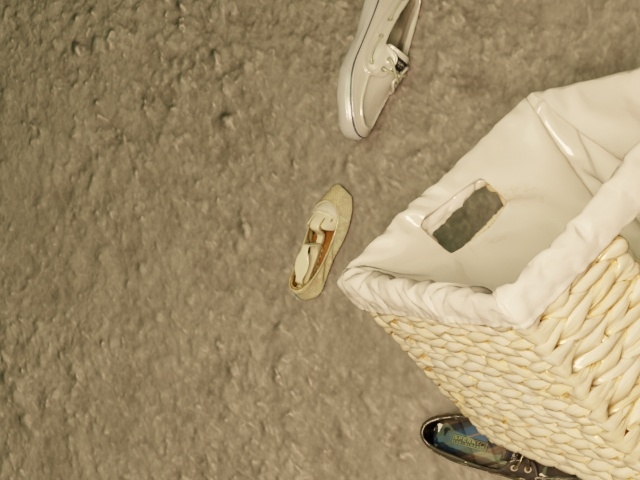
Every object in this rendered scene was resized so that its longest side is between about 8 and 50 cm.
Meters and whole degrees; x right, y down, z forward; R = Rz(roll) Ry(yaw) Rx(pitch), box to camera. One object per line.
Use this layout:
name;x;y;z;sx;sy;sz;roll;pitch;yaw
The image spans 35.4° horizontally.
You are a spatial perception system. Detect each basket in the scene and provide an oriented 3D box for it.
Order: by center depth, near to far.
basket;0.256;0.032;0.959;0.328;0.266;0.331;-43;17;-17

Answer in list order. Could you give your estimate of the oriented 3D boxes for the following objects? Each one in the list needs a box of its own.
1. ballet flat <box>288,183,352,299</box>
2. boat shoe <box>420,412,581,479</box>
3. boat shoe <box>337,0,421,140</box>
ballet flat;0.000;0.000;1.362;0.057;0.052;0.168;13;84;32
boat shoe;0.220;0.239;1.156;0.228;0.076;0.080;10;83;32
boat shoe;0.082;-0.245;1.359;0.076;0.083;0.226;5;79;32
